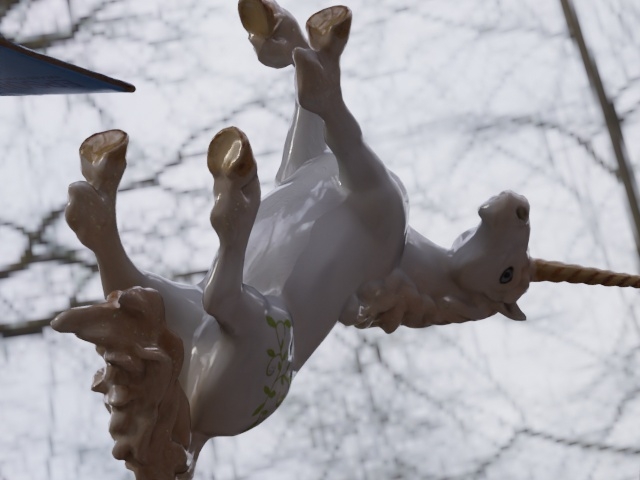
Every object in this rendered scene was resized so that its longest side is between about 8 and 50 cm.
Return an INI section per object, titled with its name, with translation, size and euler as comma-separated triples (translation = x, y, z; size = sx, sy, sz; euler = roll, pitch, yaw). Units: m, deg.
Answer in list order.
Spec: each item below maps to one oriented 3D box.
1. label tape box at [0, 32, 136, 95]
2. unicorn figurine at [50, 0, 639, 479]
[label tape box]
translation = -0.254, -0.132, 0.637
size = 0.241, 0.106, 0.334
euler = 3, -6, 40
[unicorn figurine]
translation = 0.000, 0.000, 0.458
size = 0.162, 0.060, 0.111
euler = -35, -52, -26
